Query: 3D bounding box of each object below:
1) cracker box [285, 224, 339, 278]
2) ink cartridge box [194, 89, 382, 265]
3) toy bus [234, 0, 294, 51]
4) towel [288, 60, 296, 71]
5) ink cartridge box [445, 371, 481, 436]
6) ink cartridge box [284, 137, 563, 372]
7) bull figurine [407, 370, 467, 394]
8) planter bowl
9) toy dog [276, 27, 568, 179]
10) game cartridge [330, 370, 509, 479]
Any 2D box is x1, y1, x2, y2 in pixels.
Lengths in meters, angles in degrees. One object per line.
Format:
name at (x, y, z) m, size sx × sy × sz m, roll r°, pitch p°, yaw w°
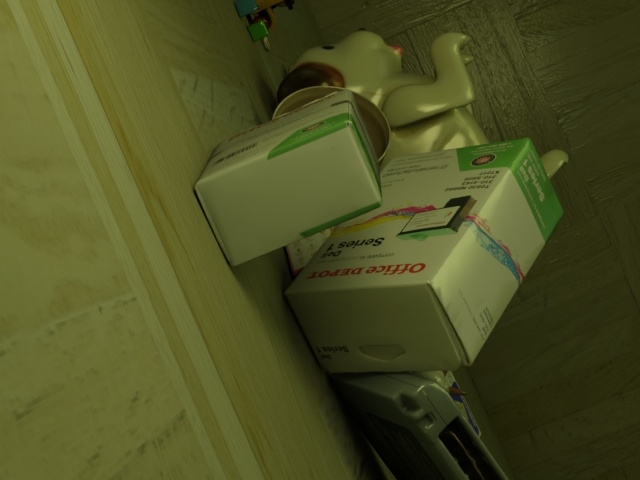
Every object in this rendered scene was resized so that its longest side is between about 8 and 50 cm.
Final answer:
cracker box at (0.000, 0.000, 1.789) m, size 0.232 × 0.067 × 0.155 m, roll -105°, pitch 170°, yaw -47°
ink cartridge box at (-0.026, -0.068, 1.425) m, size 0.219 × 0.160 × 0.092 m, roll -81°, pitch 148°, yaw -76°
toy bus at (-0.090, -0.425, 2.346) m, size 0.202 × 0.104 × 0.191 m, roll -2°, pitch 69°, yaw -82°
towel at (0.054, -0.155, 2.495) m, size 0.317 × 0.053 × 0.332 m, roll 64°, pitch -8°, yaw -18°
ink cartridge box at (0.141, 0.251, 2.004) m, size 0.206 × 0.045 × 0.208 m, roll 64°, pitch 31°, yaw -18°
ink cartridge box at (0.119, 0.016, 1.608) m, size 0.278 × 0.201 × 0.117 m, roll -51°, pitch 124°, yaw -41°
bull figurine at (0.106, 0.097, 1.830) m, size 0.188 × 0.101 × 0.310 m, roll 133°, pitch -41°, yaw -61°
planter bowl at (0.009, -0.116, 1.962) m, size 0.109 × 0.162 × 0.162 m, roll 101°, pitch -23°, yaw -50°
toy dog at (0.118, -0.140, 2.178) m, size 0.408 × 0.395 × 0.284 m, roll 43°, pitch 14°, yaw 6°
game cartridge at (0.136, 0.255, 1.625) m, size 0.297 × 0.062 × 0.198 m, roll 55°, pitch -15°, yaw -22°
